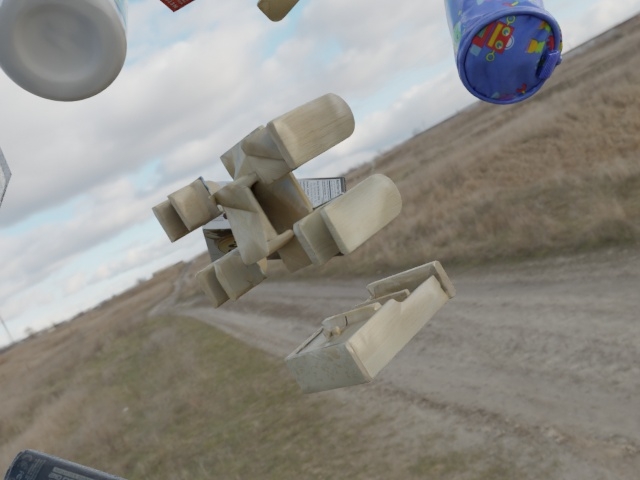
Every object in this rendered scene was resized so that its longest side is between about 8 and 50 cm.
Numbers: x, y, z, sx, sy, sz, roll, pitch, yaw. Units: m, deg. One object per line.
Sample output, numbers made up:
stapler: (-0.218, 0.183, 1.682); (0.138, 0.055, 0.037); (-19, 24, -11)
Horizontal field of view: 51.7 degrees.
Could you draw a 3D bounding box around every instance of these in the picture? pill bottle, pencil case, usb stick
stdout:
pill bottle: (-0.400, -0.370, 1.041); (0.188, 0.188, 0.334); (-27, 39, 6)
pencil case: (0.221, -0.300, 0.832); (0.133, 0.119, 0.306); (5, 46, -1)
usb stick: (-0.414, 0.432, 1.146); (0.278, 0.045, 0.077); (12, 53, 13)

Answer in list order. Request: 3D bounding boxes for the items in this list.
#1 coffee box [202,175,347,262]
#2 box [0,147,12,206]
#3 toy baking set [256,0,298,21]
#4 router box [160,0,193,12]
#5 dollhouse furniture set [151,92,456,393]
coffee box: (-0.094, -0.043, 1.410); (0.297, 0.118, 0.168); (-2, -25, -4)
box: (-0.482, -0.132, 0.772); (0.142, 0.247, 0.163); (-13, 35, -7)
toy baking set: (-0.030, -0.360, 0.645); (0.197, 0.256, 0.030); (-24, 30, -14)
router box: (-0.150, -0.544, 0.937); (0.301, 0.335, 0.082); (-24, -16, 15)
dollhouse furniture set: (0.000, 0.000, 1.054); (0.256, 0.394, 0.362); (-36, 7, -41)
